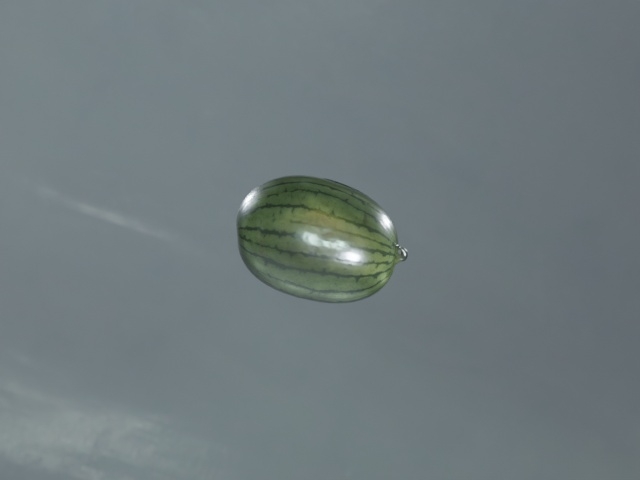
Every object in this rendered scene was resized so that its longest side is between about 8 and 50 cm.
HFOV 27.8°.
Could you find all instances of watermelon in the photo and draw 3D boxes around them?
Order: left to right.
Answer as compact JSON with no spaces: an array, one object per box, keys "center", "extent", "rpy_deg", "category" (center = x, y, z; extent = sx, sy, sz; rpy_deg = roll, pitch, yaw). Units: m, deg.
[{"center":[0.000,0.000,0.820],"extent":[0.111,0.078,0.078],"rpy_deg":[17,16,-2],"category":"watermelon"}]
